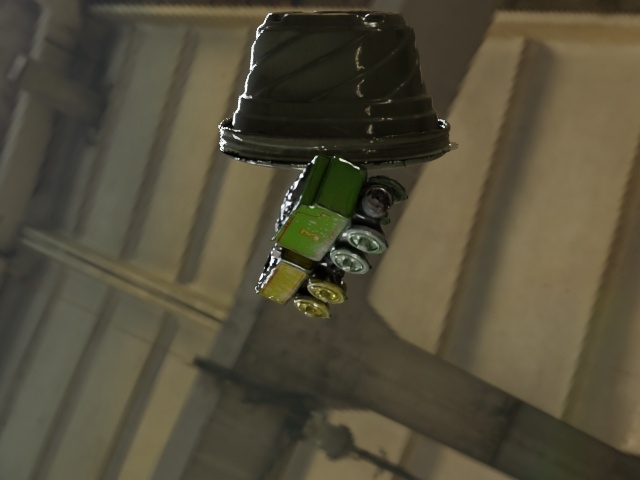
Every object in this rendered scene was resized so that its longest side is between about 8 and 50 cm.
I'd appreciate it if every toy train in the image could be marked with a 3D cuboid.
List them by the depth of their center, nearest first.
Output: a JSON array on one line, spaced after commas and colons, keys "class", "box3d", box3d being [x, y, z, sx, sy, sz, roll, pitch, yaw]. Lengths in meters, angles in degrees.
[{"class": "toy train", "box3d": [0.000, 0.000, 1.052, 0.202, 0.081, 0.060, 126, -13, -62]}]

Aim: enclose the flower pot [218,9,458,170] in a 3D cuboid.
[{"class": "flower pot", "box3d": [0.016, -0.150, 1.336, 0.235, 0.235, 0.140, 20, -68, 58]}]
